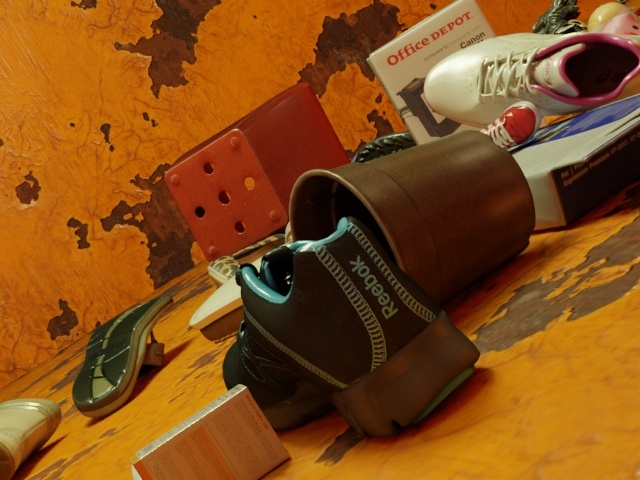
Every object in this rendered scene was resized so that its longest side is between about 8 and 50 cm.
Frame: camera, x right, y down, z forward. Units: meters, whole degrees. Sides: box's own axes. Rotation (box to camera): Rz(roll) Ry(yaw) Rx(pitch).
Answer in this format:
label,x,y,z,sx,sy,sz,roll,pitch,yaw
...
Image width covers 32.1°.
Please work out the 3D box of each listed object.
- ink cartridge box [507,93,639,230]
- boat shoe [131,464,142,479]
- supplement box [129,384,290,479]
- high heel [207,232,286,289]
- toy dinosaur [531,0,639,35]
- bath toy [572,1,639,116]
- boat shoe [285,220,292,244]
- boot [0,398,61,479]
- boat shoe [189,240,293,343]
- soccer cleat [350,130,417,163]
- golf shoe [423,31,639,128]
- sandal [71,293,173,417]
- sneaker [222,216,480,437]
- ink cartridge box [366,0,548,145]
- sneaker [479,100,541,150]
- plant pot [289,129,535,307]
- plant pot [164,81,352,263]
label,x,y,z,sx,sy,sz,roll,pitch,yaw
ink cartridge box,0.244,-0.075,1.098,0.175,0.069,0.371,-32,3,-16
boat shoe,-0.116,0.178,0.883,0.040,0.049,0.142,-29,3,3
supplement box,-0.080,0.157,0.807,0.098,0.062,0.036,-32,4,-15
high heel,-0.079,0.029,1.737,0.186,0.093,0.261,-34,0,-7
toy dinosaur,0.419,-0.297,1.740,0.321,0.164,0.218,-11,21,-5
bath toy,0.383,-0.229,1.438,0.129,0.151,0.348,6,15,10
boat shoe,0.000,0.000,1.618,0.088,0.096,0.267,-29,12,-26
boot,-0.490,0.305,1.502,0.262,0.095,0.203,-28,7,13
boat shoe,-0.008,0.042,1.286,0.305,0.091,0.109,-32,17,7
soccer cleat,0.098,-0.123,2.089,0.318,0.109,0.116,-30,1,34
golf shoe,0.245,-0.188,1.238,0.306,0.115,0.140,-1,-3,30
sandal,-0.285,0.178,1.641,0.120,0.086,0.303,-23,23,19
sneaker,-0.005,0.061,0.847,0.125,0.140,0.341,-36,6,-25
ink cartridge box,0.198,-0.208,1.598,0.172,0.237,0.100,-31,6,5
sneaker,0.180,-0.106,1.184,0.067,0.042,0.118,-29,-4,-34
plant pot,0.086,-0.013,0.969,0.165,0.167,0.167,-26,3,-28
plant pot,-0.113,-0.093,1.952,0.267,0.267,0.235,-28,0,28
